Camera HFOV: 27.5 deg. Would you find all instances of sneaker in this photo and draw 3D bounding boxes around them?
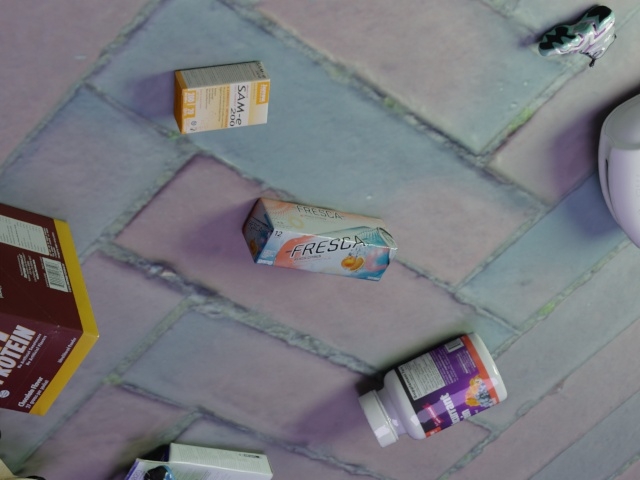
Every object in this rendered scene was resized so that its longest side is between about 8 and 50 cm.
[{"bbox_3d":[-0.187,0.347,1.794,0.073,0.063,0.162,-39,142,-12],"label":"sneaker"},{"bbox_3d":[0.307,-0.227,1.540,0.098,0.038,0.069,-26,136,1],"label":"sneaker"}]

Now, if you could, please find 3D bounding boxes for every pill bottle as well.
[{"bbox_3d":[0.156,0.216,1.846,0.194,0.108,0.108,-26,137,0],"label":"pill bottle"}]

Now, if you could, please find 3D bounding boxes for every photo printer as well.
[{"bbox_3d":[0.509,-0.120,1.687,0.308,0.107,0.256,-28,137,3],"label":"photo printer"}]

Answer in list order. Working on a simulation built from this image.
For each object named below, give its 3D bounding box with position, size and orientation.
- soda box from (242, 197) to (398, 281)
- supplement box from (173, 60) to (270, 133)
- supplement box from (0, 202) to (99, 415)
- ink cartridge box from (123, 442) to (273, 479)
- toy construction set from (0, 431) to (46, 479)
[{"bbox_3d":[0.000,0.000,1.598,0.183,0.063,0.058,8,127,-31],"label":"soda box"},{"bbox_3d":[-0.107,-0.155,1.418,0.098,0.036,0.062,-10,135,-17],"label":"supplement box"},{"bbox_3d":[-0.368,0.061,1.393,0.194,0.191,0.129,18,122,-36],"label":"supplement box"},{"bbox_3d":[-0.215,0.381,1.877,0.224,0.045,0.223,14,125,-34],"label":"ink cartridge box"},{"bbox_3d":[-0.419,0.346,1.580,0.257,0.309,0.237,-37,131,-25],"label":"toy construction set"}]
